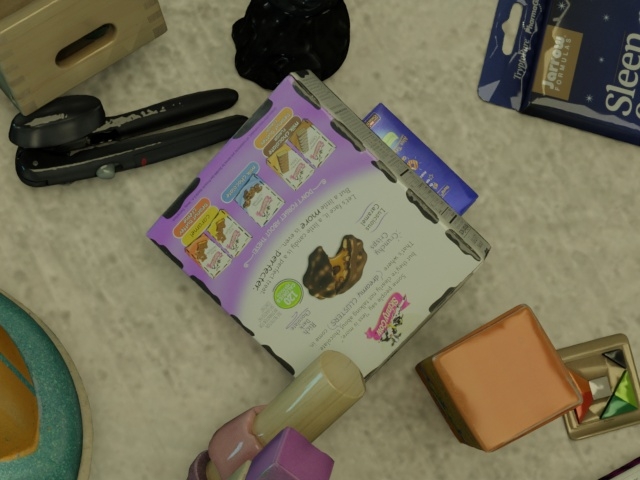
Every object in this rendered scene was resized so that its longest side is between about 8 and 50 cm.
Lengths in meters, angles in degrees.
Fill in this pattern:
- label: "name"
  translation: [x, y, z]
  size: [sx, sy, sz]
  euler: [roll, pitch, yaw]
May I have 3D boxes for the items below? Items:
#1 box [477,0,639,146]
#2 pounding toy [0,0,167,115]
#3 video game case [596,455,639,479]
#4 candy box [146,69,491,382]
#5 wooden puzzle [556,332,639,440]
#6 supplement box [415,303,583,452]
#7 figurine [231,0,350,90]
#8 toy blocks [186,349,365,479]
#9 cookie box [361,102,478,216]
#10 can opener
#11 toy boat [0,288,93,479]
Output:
- label: "box"
  translation: [0.249, -0.148, 1.319]
  size: [0.225, 0.036, 0.136]
  euler: [15, 79, -3]
- label: "pounding toy"
  translation: [-0.249, -0.189, 1.234]
  size: [0.181, 0.094, 0.206]
  euler: [-33, 52, -14]
- label: "video game case"
  translation: [0.331, 0.241, 1.260]
  size: [0.232, 0.042, 0.210]
  euler: [-27, 85, -10]
- label: "candy box"
  translation: [0.000, 0.000, 1.214]
  size: [0.196, 0.070, 0.165]
  euler: [44, 104, 2]
- label: "wooden puzzle"
  translation: [0.219, 0.114, 1.282]
  size: [0.116, 0.014, 0.078]
  euler: [-21, 84, -10]
- label: "supplement box"
  translation: [0.121, 0.100, 1.159]
  size: [0.080, 0.233, 0.078]
  euler: [-30, 84, -1]
- label: "figurine"
  translation: [-0.026, -0.241, 1.210]
  size: [0.092, 0.209, 0.215]
  euler: [-10, 82, -9]
- label: "toy blocks"
  translation: [-0.017, 0.292, 1.108]
  size: [0.288, 0.309, 0.260]
  euler: [42, 120, -7]
- label: "cookie box"
  translation: [0.052, -0.036, 1.272]
  size: [0.107, 0.040, 0.092]
  euler: [44, 79, 2]
- label: "can opener"
  translation: [-0.144, -0.078, 1.248]
  size: [0.186, 0.073, 0.059]
  euler: [-9, 74, -18]
- label: "toy boat"
  translation: [-0.303, 0.146, 1.110]
  size: [0.267, 0.148, 0.318]
  euler: [32, 59, 0]
